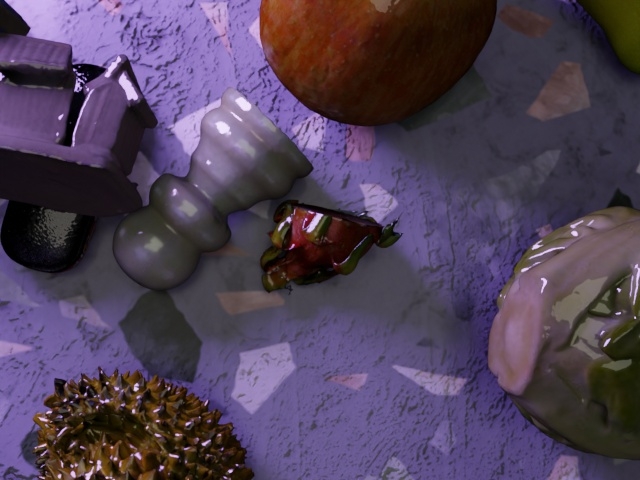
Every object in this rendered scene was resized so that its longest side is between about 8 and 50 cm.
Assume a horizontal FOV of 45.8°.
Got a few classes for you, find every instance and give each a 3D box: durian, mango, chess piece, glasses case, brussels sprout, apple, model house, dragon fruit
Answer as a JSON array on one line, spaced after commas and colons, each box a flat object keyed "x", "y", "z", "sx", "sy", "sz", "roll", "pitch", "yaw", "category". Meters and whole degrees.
[{"x": -0.194, "y": 0.282, "z": 0.830, "sx": 0.258, "sy": 0.258, "sz": 0.293, "roll": -12, "pitch": 74, "yaw": -6, "category": "durian"}, {"x": 0.407, "y": -0.364, "z": 1.003, "sx": 0.175, "sy": 0.143, "sz": 0.293, "roll": -29, "pitch": 96, "yaw": -6, "category": "mango"}, {"x": -0.144, "y": -0.046, "z": 0.924, "sx": 0.144, "sy": 0.144, "sz": 0.251, "roll": 43, "pitch": 87, "yaw": 1, "category": "chess piece"}, {"x": -0.313, "y": -0.091, "z": 0.942, "sx": 0.103, "sy": 0.067, "sz": 0.267, "roll": 18, "pitch": 81, "yaw": -4, "category": "glasses case"}, {"x": 0.369, "y": 0.107, "z": 0.891, "sx": 0.327, "sy": 0.247, "sz": 0.328, "roll": 1, "pitch": 81, "yaw": -8, "category": "brussels sprout"}, {"x": 0.075, "y": -0.291, "z": 0.908, "sx": 0.277, "sy": 0.250, "sz": 0.310, "roll": 24, "pitch": 79, "yaw": -1, "category": "apple"}, {"x": -0.302, "y": -0.138, "z": 0.856, "sx": 0.229, "sy": 0.122, "sz": 0.188, "roll": 9, "pitch": 77, "yaw": -8, "category": "model house"}, {"x": 0.000, "y": 0.000, "z": 0.942, "sx": 0.175, "sy": 0.138, "sz": 0.142, "roll": -51, "pitch": 48, "yaw": 20, "category": "dragon fruit"}]

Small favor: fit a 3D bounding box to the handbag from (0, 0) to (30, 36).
[{"x": -0.517, "y": -0.257, "z": 0.870, "sx": 0.263, "sy": 0.222, "sz": 0.241, "roll": 40, "pitch": 87, "yaw": -1, "category": "handbag"}]
